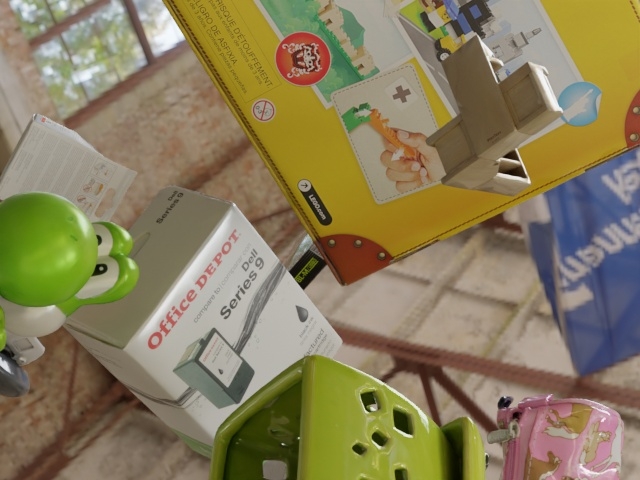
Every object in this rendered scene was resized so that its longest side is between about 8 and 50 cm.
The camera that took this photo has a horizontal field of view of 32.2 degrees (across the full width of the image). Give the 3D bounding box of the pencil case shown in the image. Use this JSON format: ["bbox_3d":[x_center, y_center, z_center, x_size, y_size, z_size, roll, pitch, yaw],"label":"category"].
[{"bbox_3d":[0.260,0.379,1.311,0.167,0.160,0.386,9,-104,3],"label":"pencil case"}]

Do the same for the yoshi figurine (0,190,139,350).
[{"bbox_3d":[-0.360,0.035,1.060,0.362,0.204,0.203,-14,-163,-8],"label":"yoshi figurine"}]

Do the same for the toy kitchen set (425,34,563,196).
[{"bbox_3d":[0.114,-0.080,0.674,0.075,0.068,0.083,6,148,-44],"label":"toy kitchen set"}]

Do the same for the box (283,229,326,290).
[{"bbox_3d":[0.000,0.000,1.750,0.191,0.045,0.184,-49,-169,37],"label":"box"}]

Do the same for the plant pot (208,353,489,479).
[{"bbox_3d":[0.025,0.263,1.017,0.228,0.207,0.227,-45,-146,52],"label":"plant pot"}]

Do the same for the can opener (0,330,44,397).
[{"bbox_3d":[-0.437,0.115,1.445,0.076,0.283,0.095,-20,-123,-2],"label":"can opener"}]

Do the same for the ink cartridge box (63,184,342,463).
[{"bbox_3d":[-0.129,0.109,1.298,0.121,0.289,0.211,16,-117,41],"label":"ink cartridge box"}]

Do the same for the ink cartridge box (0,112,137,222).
[{"bbox_3d":[-0.399,-0.097,1.738,0.145,0.179,0.045,-57,-157,18],"label":"ink cartridge box"}]

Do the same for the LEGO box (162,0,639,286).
[{"bbox_3d":[0.065,-0.263,1.019,0.372,0.500,0.193,-26,-159,15],"label":"LEGO box"}]

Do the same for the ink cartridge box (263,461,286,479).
[{"bbox_3d":[-0.039,0.402,1.845,0.209,0.062,0.109,-31,-155,28],"label":"ink cartridge box"}]
